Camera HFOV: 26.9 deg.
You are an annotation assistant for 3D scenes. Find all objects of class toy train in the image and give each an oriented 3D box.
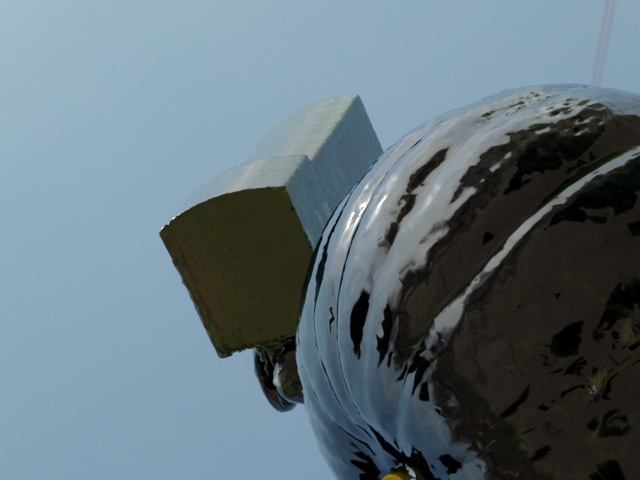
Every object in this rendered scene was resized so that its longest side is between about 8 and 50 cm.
[{"bbox_3d":[0.000,0.000,0.749,0.090,0.225,0.137,-19,-73,19],"label":"toy train"}]

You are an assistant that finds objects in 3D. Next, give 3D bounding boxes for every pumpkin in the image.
[{"bbox_3d":[0.088,0.064,0.521,0.216,0.250,0.250,-27,-101,-18],"label":"pumpkin"}]
